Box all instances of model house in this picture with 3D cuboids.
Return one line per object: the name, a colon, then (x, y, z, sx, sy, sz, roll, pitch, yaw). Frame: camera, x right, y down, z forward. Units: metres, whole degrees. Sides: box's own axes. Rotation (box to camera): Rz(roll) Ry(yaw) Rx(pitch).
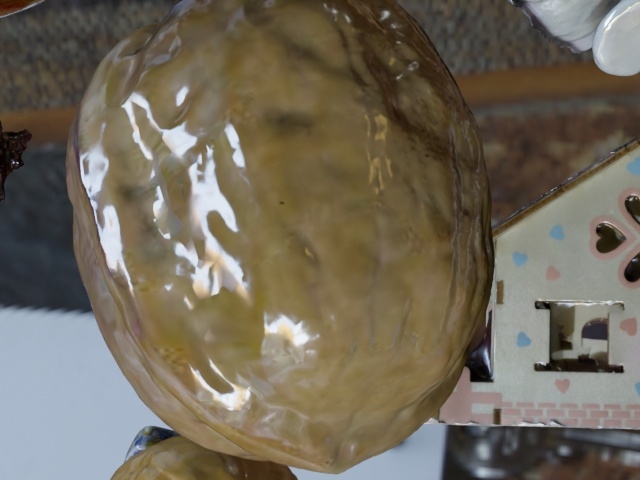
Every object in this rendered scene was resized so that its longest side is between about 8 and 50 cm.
model house: (0.240, 0.041, 1.558, 0.326, 0.169, 0.244, 1, 86, 5)

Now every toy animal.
toy animal: (0.326, -0.334, 2.079, 0.249, 0.289, 0.174, 43, 30, -1)

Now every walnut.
walnut: (-0.025, -0.005, 1.284, 0.306, 0.306, 0.344, -9, 70, -2)
walnut: (-0.104, 0.258, 1.563, 0.195, 0.221, 0.195, 6, 79, -34)

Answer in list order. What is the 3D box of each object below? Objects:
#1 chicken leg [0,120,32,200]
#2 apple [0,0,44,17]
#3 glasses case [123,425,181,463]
chicken leg: (-0.247, -0.029, 1.010, 0.219, 0.048, 0.089, -19, 76, -40)
apple: (-0.229, -0.234, 1.157, 0.196, 0.196, 0.196, -2, 56, 2)
glasses case: (-0.068, 0.250, 1.760, 0.248, 0.087, 0.065, 23, 47, -1)
